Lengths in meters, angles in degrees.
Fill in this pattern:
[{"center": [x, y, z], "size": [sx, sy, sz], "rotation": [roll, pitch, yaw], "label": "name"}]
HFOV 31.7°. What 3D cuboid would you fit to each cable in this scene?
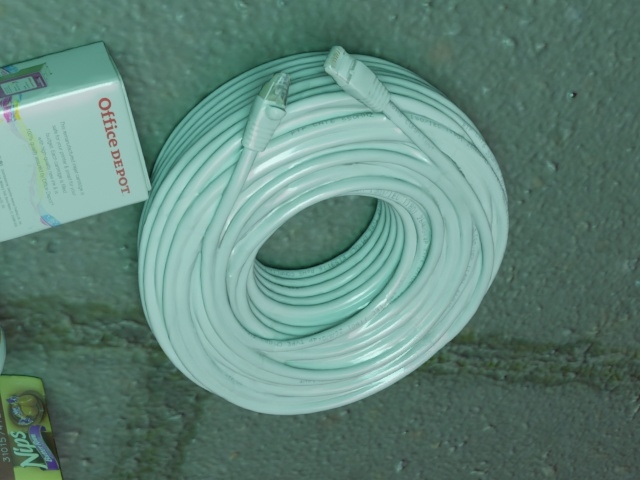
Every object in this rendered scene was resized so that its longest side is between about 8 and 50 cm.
[{"center": [0.000, 0.000, 0.761], "size": [0.257, 0.089, 0.257], "rotation": [26, 112, -37], "label": "cable"}]

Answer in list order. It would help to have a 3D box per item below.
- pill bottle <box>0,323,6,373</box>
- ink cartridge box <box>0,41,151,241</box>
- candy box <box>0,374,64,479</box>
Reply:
[{"center": [-0.278, 0.014, 0.625], "size": [0.121, 0.121, 0.221], "rotation": [-27, 130, -3], "label": "pill bottle"}, {"center": [-0.171, -0.055, 0.666], "size": [0.122, 0.052, 0.088], "rotation": [-16, 130, -11], "label": "ink cartridge box"}, {"center": [-0.233, 0.200, 0.792], "size": [0.053, 0.109, 0.186], "rotation": [6, 122, -27], "label": "candy box"}]
